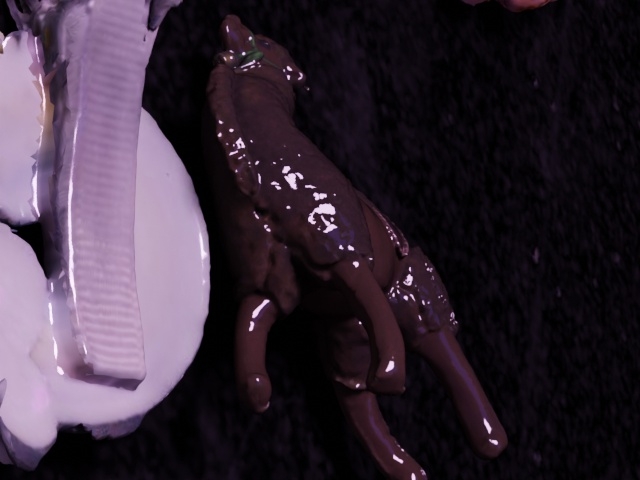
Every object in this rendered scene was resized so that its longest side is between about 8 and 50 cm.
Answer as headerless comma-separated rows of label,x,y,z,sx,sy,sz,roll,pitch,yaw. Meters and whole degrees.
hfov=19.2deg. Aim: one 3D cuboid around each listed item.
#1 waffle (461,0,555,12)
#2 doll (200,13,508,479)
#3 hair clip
waffle,0.079,-0.227,0.897,0.221,0.055,0.234,-45,119,-54
doll,0.000,0.000,0.679,0.139,0.057,0.165,34,34,-57
hair clip,-0.073,-0.009,0.595,0.116,0.049,0.172,14,69,-48
